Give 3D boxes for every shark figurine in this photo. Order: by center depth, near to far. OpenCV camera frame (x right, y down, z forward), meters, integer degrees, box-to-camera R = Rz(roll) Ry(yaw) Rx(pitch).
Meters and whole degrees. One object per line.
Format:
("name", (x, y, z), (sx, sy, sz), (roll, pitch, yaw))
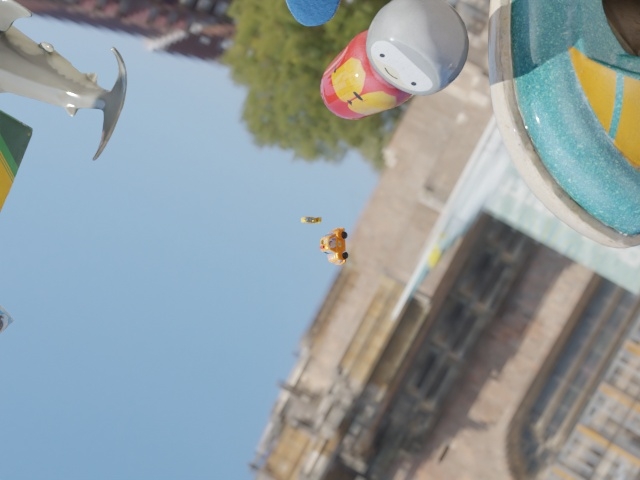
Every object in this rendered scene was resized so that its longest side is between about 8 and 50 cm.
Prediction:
("shark figurine", (-0.280, -0.143, 1.264), (0.278, 0.116, 0.166), (32, 167, 12))

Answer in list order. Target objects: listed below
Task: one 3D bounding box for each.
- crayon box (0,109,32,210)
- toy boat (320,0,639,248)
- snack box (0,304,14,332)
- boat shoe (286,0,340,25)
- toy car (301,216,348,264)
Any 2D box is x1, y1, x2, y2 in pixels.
("crayon box", (-0.517, -0.061, 1.913), (0.081, 0.279, 0.165), (15, 170, 33))
("toy boat", (0.162, -0.125, 1.009), (0.318, 0.268, 0.148), (-4, 171, -24))
("snack box", (-0.532, 0.159, 1.689), (0.060, 0.322, 0.187), (42, 170, 23))
("boat shoe", (-0.012, -0.407, 1.813), (0.109, 0.258, 0.089), (-3, -169, 0))
("toy car", (0.000, 0.000, 2.208), (0.040, 0.060, 0.122), (0, -167, -30))
